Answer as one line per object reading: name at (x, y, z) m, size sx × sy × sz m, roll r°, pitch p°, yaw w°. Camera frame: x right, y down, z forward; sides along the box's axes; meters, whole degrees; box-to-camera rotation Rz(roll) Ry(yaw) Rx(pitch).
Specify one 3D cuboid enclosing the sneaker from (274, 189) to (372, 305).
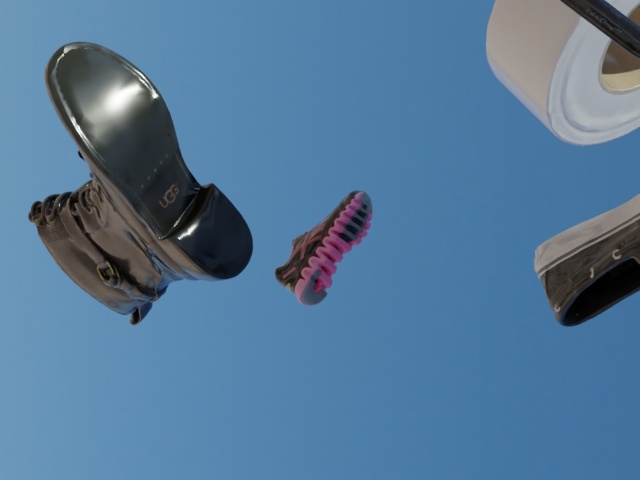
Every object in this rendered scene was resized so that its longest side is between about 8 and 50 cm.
sneaker at (0.000, 0.000, 1.747) m, size 0.057 × 0.047 × 0.119 m, roll 25°, pitch -106°, yaw 41°

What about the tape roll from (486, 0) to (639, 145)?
tape roll at (0.304, -0.233, 1.904) m, size 0.100 × 0.286 × 0.286 m, roll 49°, pitch -46°, yaw 30°

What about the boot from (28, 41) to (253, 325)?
boot at (-0.194, -0.037, 1.661) m, size 0.229 × 0.091 × 0.263 m, roll -15°, pitch -65°, yaw 53°

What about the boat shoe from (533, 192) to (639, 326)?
boat shoe at (0.257, 0.005, 1.439) m, size 0.228 × 0.080 × 0.076 m, roll -27°, pitch -116°, yaw 36°

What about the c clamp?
c clamp at (0.256, -0.188, 1.450) m, size 0.137 × 0.161 × 0.022 m, roll -40°, pitch -157°, yaw 57°
